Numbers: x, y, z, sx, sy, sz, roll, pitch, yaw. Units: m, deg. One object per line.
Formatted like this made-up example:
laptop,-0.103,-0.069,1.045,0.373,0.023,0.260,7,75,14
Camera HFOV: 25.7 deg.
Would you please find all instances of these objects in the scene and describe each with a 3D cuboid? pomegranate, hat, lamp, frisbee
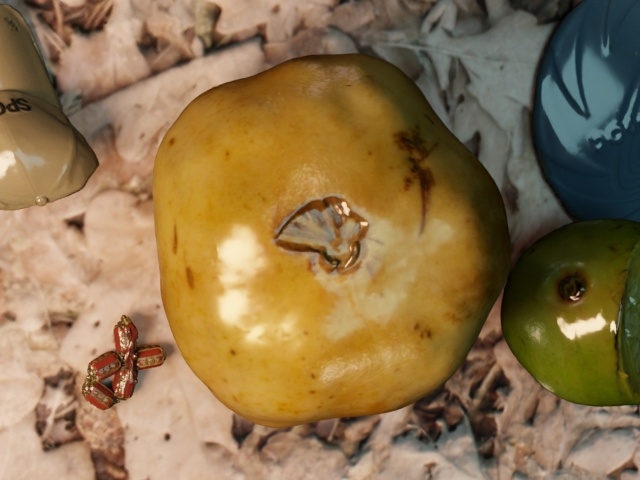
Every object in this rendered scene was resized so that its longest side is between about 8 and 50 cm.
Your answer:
pomegranate,0.283,0.060,1.466,0.241,0.159,0.190,-41,127,-45
hat,-0.274,-0.112,1.186,0.147,0.085,0.175,-22,110,-20
pomegranate,0.000,0.000,1.228,0.333,0.332,0.332,-5,102,-26
lamp,-0.189,0.119,1.304,0.083,0.031,0.063,-47,115,-7
frisbee,0.358,-0.144,1.514,0.289,0.049,0.289,-5,102,-25
